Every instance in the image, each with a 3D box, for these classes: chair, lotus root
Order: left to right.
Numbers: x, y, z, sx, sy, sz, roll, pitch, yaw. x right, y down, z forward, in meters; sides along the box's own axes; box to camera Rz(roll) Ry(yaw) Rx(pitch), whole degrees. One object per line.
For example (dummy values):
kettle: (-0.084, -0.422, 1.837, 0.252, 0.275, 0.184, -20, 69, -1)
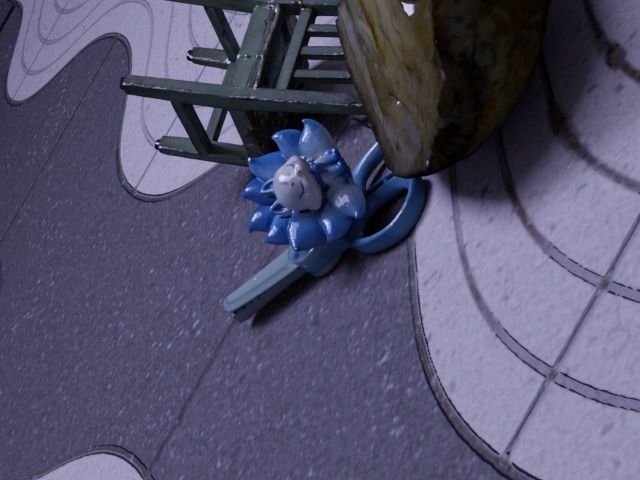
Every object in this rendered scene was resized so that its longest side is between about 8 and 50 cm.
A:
chair: (-0.043, -0.160, 1.421, 0.270, 0.147, 0.136, 7, 64, 17)
lotus root: (0.105, -0.173, 1.132, 0.314, 0.142, 0.210, -109, 15, -52)

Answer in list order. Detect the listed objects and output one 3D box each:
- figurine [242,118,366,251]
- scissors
figurine: (-0.021, -0.038, 1.200, 0.114, 0.114, 0.079, -59, -14, 4)
scissors: (0.000, 0.000, 1.250, 0.256, 0.030, 0.125, -38, 33, 34)
